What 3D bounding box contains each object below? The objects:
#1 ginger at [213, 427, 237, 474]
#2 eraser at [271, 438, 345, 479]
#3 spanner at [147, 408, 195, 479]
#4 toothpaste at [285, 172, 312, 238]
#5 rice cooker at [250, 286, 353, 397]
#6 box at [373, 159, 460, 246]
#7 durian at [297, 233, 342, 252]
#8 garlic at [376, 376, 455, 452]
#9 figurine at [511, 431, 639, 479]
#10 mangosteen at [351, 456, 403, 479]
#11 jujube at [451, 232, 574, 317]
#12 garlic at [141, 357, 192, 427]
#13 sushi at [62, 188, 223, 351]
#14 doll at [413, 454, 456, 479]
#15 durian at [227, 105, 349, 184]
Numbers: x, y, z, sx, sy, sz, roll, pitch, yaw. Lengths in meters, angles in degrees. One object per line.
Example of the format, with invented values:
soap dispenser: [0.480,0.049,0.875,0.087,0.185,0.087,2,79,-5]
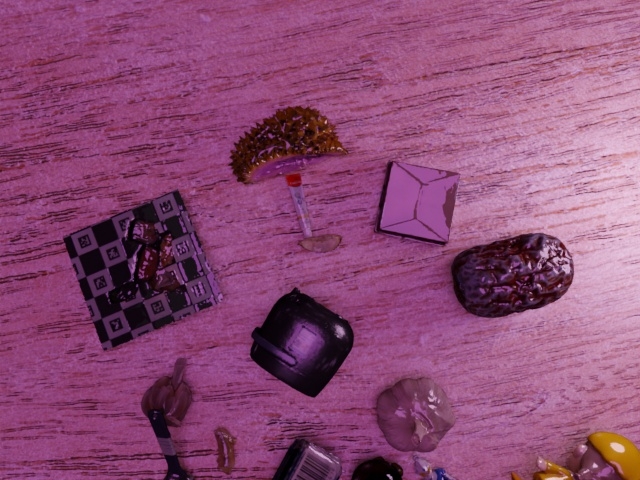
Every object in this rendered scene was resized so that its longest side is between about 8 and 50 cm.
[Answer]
ginger: [-0.266,0.593,1.639,0.057,0.044,0.137,-8,86,16]
eraser: [-0.075,0.707,1.553,0.155,0.101,0.332,34,65,-5]
spanner: [-0.412,0.570,1.570,0.087,0.024,0.316,-5,119,9]
toothpaste: [-0.057,-0.100,1.679,0.048,0.031,0.190,-13,86,-18]
rice cooker: [-0.049,0.266,1.557,0.267,0.267,0.224,32,86,0]
box: [0.277,-0.106,1.658,0.215,0.086,0.215,12,88,-1]
durian: [0.001,0.010,1.658,0.130,0.066,0.052,-8,87,8]
garlic: [0.262,0.485,1.572,0.218,0.212,0.219,0,93,2]
figurine: [0.712,0.657,1.593,0.343,0.187,0.215,-23,112,2]
mangosteen: [0.160,0.665,1.603,0.152,0.152,0.153,0,88,-1]
jujube: [0.515,0.096,1.591,0.317,0.226,0.226,-13,88,-4]
garlic: [-0.419,0.418,1.616,0.131,0.127,0.194,14,60,-19]
sushi: [-0.493,0.081,1.645,0.359,0.064,0.343,-23,84,-1]
doll: [0.330,0.695,1.641,0.114,0.057,0.227,-42,91,1]
durian: [-0.106,-0.284,1.645,0.341,0.112,0.191,-16,90,0]
